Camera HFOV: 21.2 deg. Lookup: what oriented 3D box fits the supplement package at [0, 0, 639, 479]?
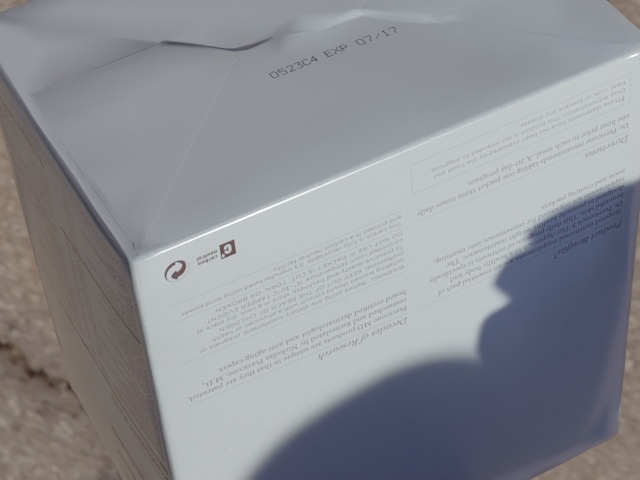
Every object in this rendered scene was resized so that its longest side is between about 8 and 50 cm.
[{"bbox_3d":[0.000,0.000,0.649,0.194,0.149,0.203,-23,137,-17],"label":"supplement package"}]
